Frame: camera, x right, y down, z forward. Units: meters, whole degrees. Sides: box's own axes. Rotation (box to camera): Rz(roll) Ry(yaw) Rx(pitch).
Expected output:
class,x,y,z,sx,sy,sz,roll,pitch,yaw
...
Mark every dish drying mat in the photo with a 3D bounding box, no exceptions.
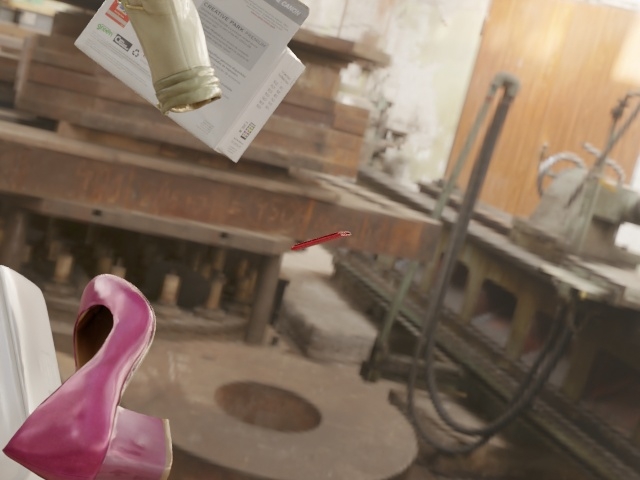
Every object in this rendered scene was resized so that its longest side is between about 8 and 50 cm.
class,x,y,z,sx,sy,sz,roll,pitch,yaw
dish drying mat,0.000,0.000,1.476,0.083,0.008,0.032,-17,-8,29

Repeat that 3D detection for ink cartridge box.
class,x,y,z,sx,sy,sz,roll,pitch,yaw
ink cartridge box,-0.193,-0.331,1.711,0.309,0.272,0.130,38,3,13

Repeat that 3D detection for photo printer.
class,x,y,z,sx,sy,sz,roll,pitch,yaw
photo printer,-0.413,0.202,1.386,0.107,0.307,0.256,-13,-12,-5

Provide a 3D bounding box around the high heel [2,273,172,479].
class,x,y,z,sx,sy,sz,roll,pitch,yaw
high heel,-0.290,0.137,1.228,0.181,0.127,0.377,20,20,-30

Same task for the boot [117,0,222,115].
class,x,y,z,sx,sy,sz,roll,pitch,yaw
boot,-0.163,-0.214,1.087,0.077,0.165,0.213,-20,12,-11
